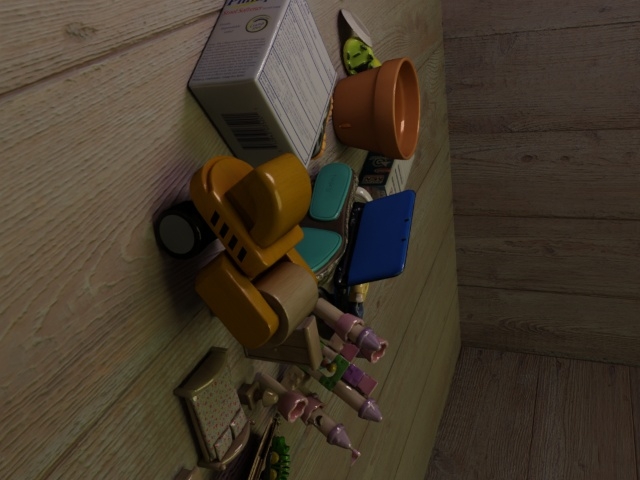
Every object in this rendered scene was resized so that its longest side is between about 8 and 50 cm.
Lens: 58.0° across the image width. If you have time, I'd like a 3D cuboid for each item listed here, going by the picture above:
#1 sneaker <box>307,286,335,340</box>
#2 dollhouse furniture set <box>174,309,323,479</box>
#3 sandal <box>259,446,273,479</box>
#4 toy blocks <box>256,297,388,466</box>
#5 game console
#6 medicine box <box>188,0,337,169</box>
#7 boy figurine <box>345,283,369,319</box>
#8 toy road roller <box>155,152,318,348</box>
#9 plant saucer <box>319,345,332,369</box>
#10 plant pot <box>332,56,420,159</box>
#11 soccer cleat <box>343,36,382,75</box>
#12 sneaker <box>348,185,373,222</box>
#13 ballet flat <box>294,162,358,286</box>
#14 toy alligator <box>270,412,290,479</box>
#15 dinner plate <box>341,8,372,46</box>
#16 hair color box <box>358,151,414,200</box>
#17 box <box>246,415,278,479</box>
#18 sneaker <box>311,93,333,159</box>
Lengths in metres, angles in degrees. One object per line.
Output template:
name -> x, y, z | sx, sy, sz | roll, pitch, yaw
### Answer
sneaker -> 0.009, 0.171, 1.601 | 0.222, 0.083, 0.118 | 72, 21, -46
dollhouse furniture set -> -0.147, 0.271, 1.117 | 0.355, 0.173, 0.303 | -52, 138, -53
sandal -> -0.137, 0.563, 1.331 | 0.067, 0.040, 0.179 | 178, -83, -84
toy blocks -> 0.065, 0.342, 1.395 | 0.288, 0.260, 0.309 | -54, 150, -8
game console -> 0.144, 0.039, 1.528 | 0.250, 0.173, 0.293 | 87, 15, -49
medicine box -> -0.101, -0.331, 1.180 | 0.263, 0.149, 0.289 | 58, 41, -53
boy figurine -> 0.096, 0.143, 1.734 | 0.177, 0.092, 0.285 | -146, -126, -78
toy road roller -> -0.099, -0.002, 1.011 | 0.329, 0.240, 0.202 | 54, 32, -3
plant saucer -> 0.030, 0.346, 1.726 | 0.192, 0.018, 0.067 | 19, 75, -66
plant pot -> 0.164, -0.383, 1.714 | 0.291, 0.203, 0.291 | 2, 90, -66
soccer cleat -> 0.134, -0.553, 1.805 | 0.289, 0.093, 0.121 | 31, 34, -59
sneaker -> 0.130, -0.058, 1.793 | 0.350, 0.131, 0.148 | 76, 21, -45
ballet flat -> 0.000, 0.000, 1.462 | 0.483, 0.164, 0.182 | -67, 160, -45
toy alligator -> -0.095, 0.524, 1.415 | 0.056, 0.051, 0.190 | 28, 67, -65
dinner plate -> 0.113, -0.631, 1.703 | 0.141, 0.017, 0.141 | 39, 30, -28
hair color box -> 0.233, -0.244, 2.011 | 0.174, 0.105, 0.347 | 69, 33, -43
box -> -0.135, 0.481, 1.243 | 0.201, 0.021, 0.164 | 108, 1, -59
sneaker -> -0.024, -0.311, 1.447 | 0.083, 0.084, 0.215 | -10, 103, -61
